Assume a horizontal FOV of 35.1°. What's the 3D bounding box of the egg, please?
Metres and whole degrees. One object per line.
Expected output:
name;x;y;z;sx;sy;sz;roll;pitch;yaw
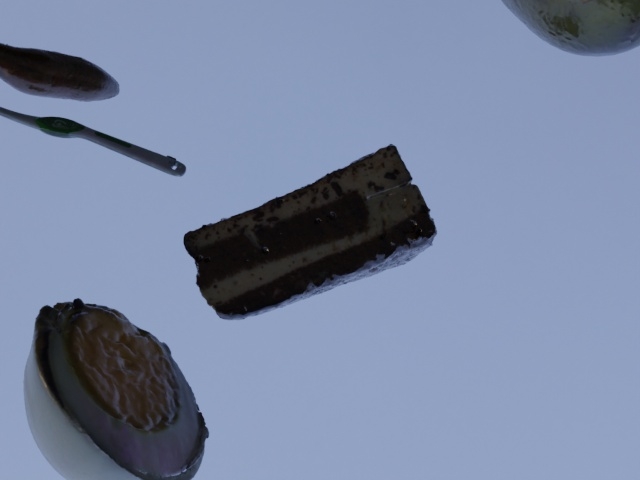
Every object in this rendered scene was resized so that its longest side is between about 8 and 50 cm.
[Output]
egg;-0.303;0.227;1.338;0.286;0.174;0.264;44;-158;-36

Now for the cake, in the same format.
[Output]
cake;-0.010;0.005;1.065;0.246;0.135;0.112;-24;-98;-3

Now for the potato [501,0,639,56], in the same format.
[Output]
potato;0.260;-0.287;1.031;0.159;0.174;0.251;38;180;-37

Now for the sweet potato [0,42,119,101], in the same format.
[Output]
sweet potato;-0.358;-0.218;1.279;0.255;0.058;0.078;14;-138;-39

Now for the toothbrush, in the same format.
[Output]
toothbrush;-0.420;-0.181;1.665;0.418;0.040;0.042;21;-139;-3
